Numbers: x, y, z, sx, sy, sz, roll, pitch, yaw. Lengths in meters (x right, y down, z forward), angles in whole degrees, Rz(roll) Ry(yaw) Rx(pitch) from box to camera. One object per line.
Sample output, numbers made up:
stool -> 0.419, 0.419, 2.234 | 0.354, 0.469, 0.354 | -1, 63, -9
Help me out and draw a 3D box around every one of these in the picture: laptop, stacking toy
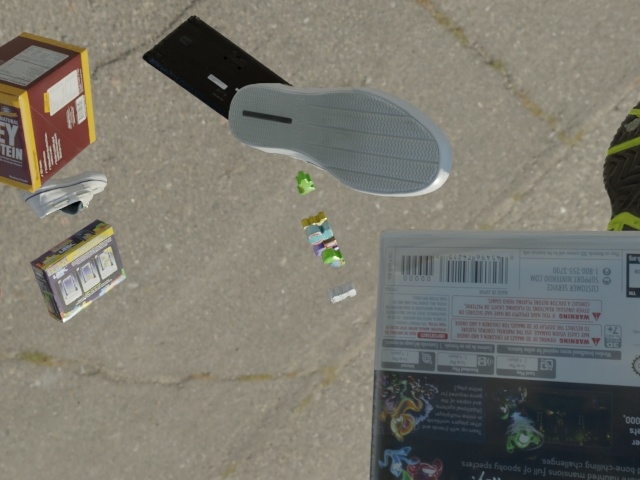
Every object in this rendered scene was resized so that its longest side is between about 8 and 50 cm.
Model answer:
laptop -> -0.179, -0.290, 1.427 | 0.136, 0.234, 0.264 | -52, -176, 47
stacking toy -> 0.000, 0.000, 1.336 | 0.052, 0.167, 0.221 | -22, 156, 0

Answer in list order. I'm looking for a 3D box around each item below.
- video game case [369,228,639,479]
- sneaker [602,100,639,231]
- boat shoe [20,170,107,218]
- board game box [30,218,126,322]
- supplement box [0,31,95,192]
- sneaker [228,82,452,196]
video game case -> 0.120, 0.081, 0.389 | 0.190, 0.173, 0.022 | 1, 172, 18
sneaker -> 0.384, -0.030, 0.794 | 0.147, 0.384, 0.145 | 32, 158, -17
boat shoe -> -0.509, -0.085, 1.555 | 0.083, 0.076, 0.226 | -26, 179, 28
board game box -> -0.482, 0.060, 1.545 | 0.170, 0.048, 0.141 | -40, 138, -39
supplement box -> -0.507, -0.224, 1.337 | 0.194, 0.129, 0.191 | -60, 163, -49
sneaker -> 0.027, -0.107, 0.746 | 0.091, 0.258, 0.094 | -6, 114, -49
